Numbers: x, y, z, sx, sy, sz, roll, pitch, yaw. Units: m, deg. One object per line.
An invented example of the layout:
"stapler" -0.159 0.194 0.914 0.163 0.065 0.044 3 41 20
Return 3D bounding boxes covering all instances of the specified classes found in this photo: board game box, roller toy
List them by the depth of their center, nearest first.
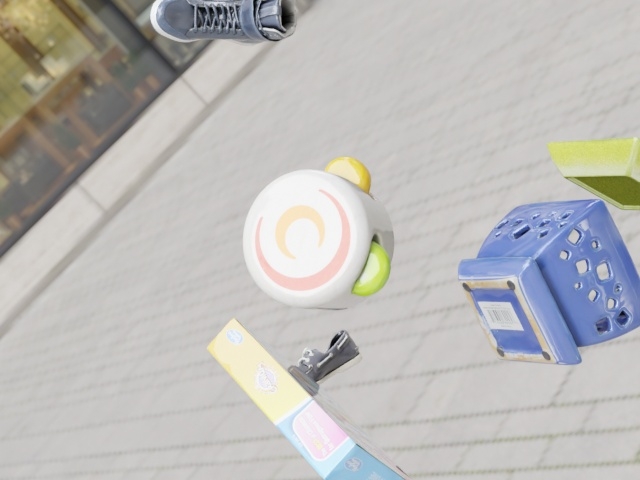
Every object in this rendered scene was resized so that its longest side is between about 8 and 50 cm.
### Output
"roller toy" 0.000 0.000 1.670 0.191 0.209 0.146 -23 -14 19
"board game box" -0.004 0.266 1.733 0.064 0.242 0.316 -48 47 -2

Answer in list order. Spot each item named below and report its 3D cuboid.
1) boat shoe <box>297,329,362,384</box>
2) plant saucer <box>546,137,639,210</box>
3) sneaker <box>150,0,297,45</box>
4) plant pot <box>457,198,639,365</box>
"boat shoe" -0.016 0.211 2.020 0.206 0.065 0.075 -23 5 -41
"plant saucer" 0.443 -0.087 1.711 0.188 0.188 0.045 5 73 59
"sneaker" -0.143 -0.363 1.912 0.226 0.086 0.163 -2 3 -37
"plant pot" 0.385 0.082 2.033 0.212 0.236 0.236 -34 14 -25
